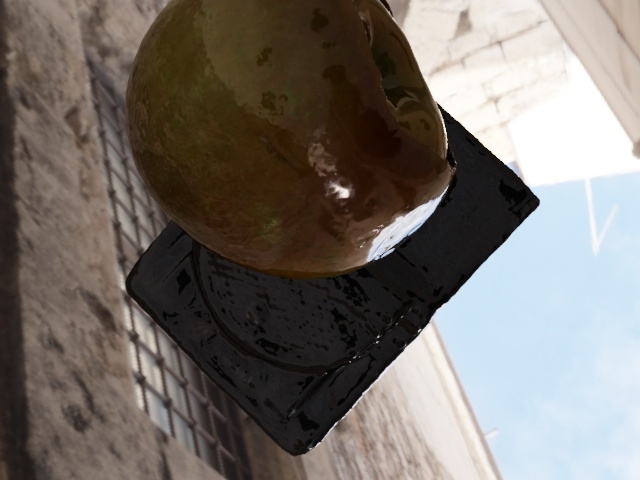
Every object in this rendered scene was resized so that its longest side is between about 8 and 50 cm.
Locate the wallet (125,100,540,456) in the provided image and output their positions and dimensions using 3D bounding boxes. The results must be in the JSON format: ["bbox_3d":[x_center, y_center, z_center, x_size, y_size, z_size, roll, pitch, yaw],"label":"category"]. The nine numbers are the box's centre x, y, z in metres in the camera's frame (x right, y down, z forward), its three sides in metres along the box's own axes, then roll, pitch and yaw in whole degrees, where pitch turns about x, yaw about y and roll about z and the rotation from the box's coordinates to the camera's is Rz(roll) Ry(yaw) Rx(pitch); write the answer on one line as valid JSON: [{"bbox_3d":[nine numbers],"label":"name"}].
[{"bbox_3d":[0.000,0.000,0.879,0.247,0.041,0.323,43,-88,3],"label":"wallet"}]

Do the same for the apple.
[{"bbox_3d":[-0.015,-0.087,0.683,0.207,0.237,0.237,-28,-137,39],"label":"apple"}]
